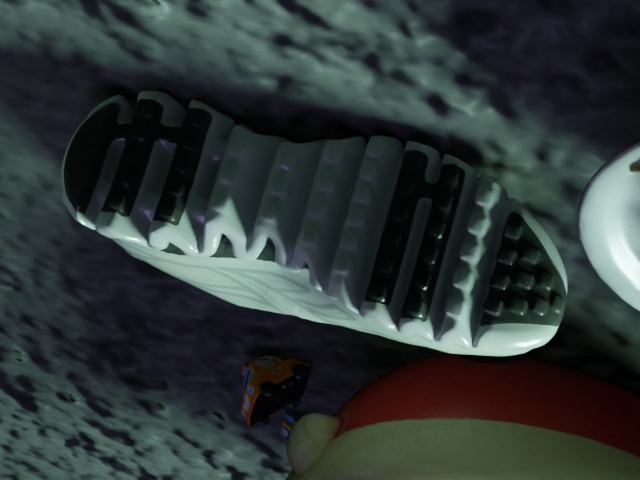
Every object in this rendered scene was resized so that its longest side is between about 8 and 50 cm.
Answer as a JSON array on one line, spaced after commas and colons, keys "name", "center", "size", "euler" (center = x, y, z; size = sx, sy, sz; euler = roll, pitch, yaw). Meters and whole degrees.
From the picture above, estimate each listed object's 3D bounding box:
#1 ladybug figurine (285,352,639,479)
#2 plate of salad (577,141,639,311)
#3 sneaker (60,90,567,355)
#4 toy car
[{"name": "ladybug figurine", "center": [0.176, 0.201, 1.232], "size": [0.449, 0.162, 0.305], "euler": [30, 146, -23]}, {"name": "plate of salad", "center": [0.219, 0.012, 0.881], "size": [0.200, 0.048, 0.200], "euler": [13, 148, 8]}, {"name": "sneaker", "center": [0.000, 0.000, 1.058], "size": [0.292, 0.110, 0.118], "euler": [18, 158, 13]}, {"name": "toy car", "center": [-0.037, 0.122, 1.314], "size": [0.040, 0.060, 0.122], "euler": [39, 151, 26]}]
